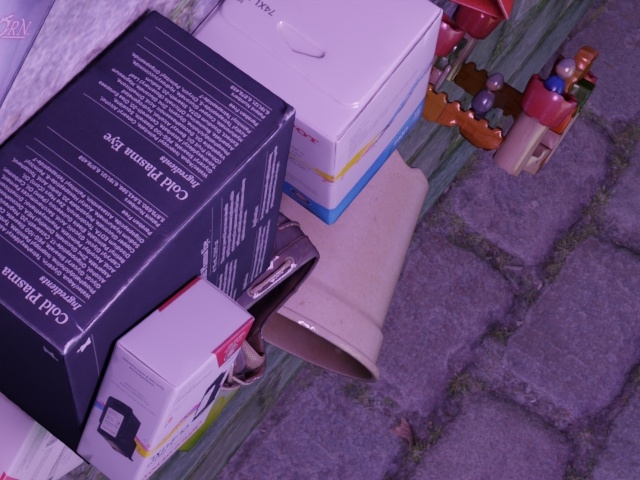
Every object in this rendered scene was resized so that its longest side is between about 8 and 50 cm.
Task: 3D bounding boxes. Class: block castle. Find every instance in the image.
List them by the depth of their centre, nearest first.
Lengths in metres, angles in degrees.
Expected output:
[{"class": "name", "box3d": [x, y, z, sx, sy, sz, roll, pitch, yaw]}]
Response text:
[{"class": "block castle", "box3d": [0.318, -0.297, 2.053, 0.212, 0.303, 0.453, -59, 172, 21]}]

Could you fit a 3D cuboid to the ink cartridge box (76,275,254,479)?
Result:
[{"class": "ink cartridge box", "box3d": [-0.148, 0.138, 1.122, 0.127, 0.072, 0.175, -42, 164, -47]}]

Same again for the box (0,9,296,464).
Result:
[{"class": "box", "box3d": [-0.199, 0.009, 1.173, 0.312, 0.179, 0.343, -49, 168, -25]}]

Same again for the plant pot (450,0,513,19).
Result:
[{"class": "plant pot", "box3d": [0.077, -0.369, 1.037, 0.267, 0.267, 0.235, 2, 110, -77]}]

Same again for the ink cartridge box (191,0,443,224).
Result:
[{"class": "ink cartridge box", "box3d": [-0.004, -0.184, 1.358, 0.197, 0.198, 0.270, -51, 170, -14]}]

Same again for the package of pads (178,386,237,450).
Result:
[{"class": "package of pads", "box3d": [-0.222, 0.252, 2.069, 0.229, 0.101, 0.296, -52, 170, -6]}]

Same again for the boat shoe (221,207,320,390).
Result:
[{"class": "boat shoe", "box3d": [-0.130, 0.118, 1.426, 0.355, 0.130, 0.132, -57, 159, 8]}]

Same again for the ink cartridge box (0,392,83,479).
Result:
[{"class": "ink cartridge box", "box3d": [-0.342, 0.214, 1.410, 0.172, 0.100, 0.237, -58, 169, 19]}]

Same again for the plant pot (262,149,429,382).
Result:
[{"class": "plant pot", "box3d": [0.000, 0.000, 1.762, 0.305, 0.334, 0.334, -63, 172, -12]}]

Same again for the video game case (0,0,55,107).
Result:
[{"class": "video game case", "box3d": [-0.284, -0.110, 0.847, 0.274, 0.026, 0.196, -57, 169, 18]}]
